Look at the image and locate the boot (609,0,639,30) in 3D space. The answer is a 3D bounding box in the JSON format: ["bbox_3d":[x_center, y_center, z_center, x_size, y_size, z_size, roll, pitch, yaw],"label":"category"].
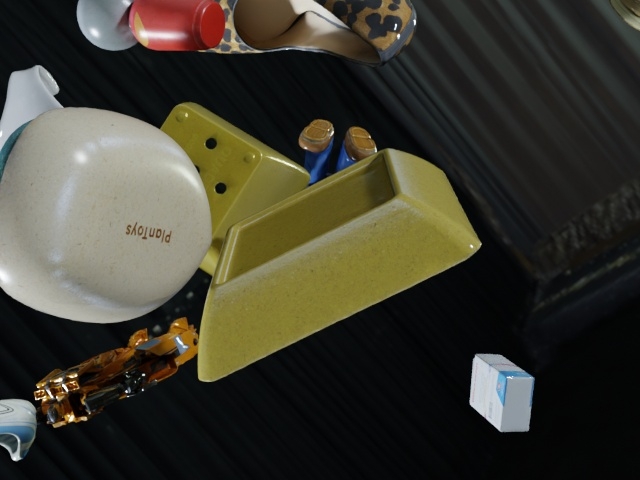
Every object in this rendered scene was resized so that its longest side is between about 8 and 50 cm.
[{"bbox_3d":[0.493,-0.358,1.140,0.261,0.095,0.203,-16,156,-28],"label":"boot"}]

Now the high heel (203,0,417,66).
[{"bbox_3d":[-0.034,-0.205,0.920,0.261,0.093,0.186,-16,-138,16],"label":"high heel"}]

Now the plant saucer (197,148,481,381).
[{"bbox_3d":[0.000,0.000,1.102,0.332,0.081,0.333,-26,-163,8],"label":"plant saucer"}]

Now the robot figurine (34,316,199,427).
[{"bbox_3d":[-0.339,0.217,1.529,0.211,0.085,0.291,-19,-176,34],"label":"robot figurine"}]

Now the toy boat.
[{"bbox_3d":[-0.190,-0.084,0.856,0.267,0.148,0.318,26,77,-64],"label":"toy boat"}]

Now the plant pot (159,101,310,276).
[{"bbox_3d":[-0.163,-0.079,1.332,0.212,0.212,0.187,-58,171,-5],"label":"plant pot"}]

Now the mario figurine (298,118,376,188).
[{"bbox_3d":[0.008,-0.039,1.655,0.170,0.198,0.321,-29,141,-41],"label":"mario figurine"}]

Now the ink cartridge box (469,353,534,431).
[{"bbox_3d":[0.285,0.238,1.475,0.052,0.089,0.122,2,-170,-15],"label":"ink cartridge box"}]

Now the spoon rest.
[{"bbox_3d":[-0.368,-0.141,1.210,0.137,0.084,0.276,-18,-134,-6],"label":"spoon rest"}]

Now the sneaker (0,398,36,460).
[{"bbox_3d":[-0.478,0.234,1.194,0.085,0.237,0.086,-34,-130,43],"label":"sneaker"}]
